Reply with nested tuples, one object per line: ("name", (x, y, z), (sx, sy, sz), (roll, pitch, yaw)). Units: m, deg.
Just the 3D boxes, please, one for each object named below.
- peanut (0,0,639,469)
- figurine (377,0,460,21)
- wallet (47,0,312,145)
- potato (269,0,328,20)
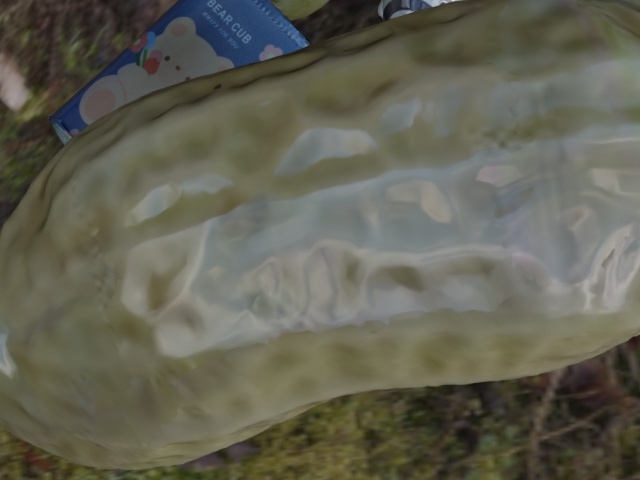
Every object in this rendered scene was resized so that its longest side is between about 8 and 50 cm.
("peanut", (0.000, 0.000, 0.681), (0.325, 0.153, 0.140), (-19, 85, 21))
("figurine", (0.092, -0.193, 1.408), (0.098, 0.081, 0.146), (0, 64, -13))
("wallet", (-0.107, -0.116, 1.493), (0.202, 0.059, 0.141), (-43, 67, -4))
("potato", (-0.056, -0.366, 2.048), (0.165, 0.165, 0.262), (-8, 73, -22))
